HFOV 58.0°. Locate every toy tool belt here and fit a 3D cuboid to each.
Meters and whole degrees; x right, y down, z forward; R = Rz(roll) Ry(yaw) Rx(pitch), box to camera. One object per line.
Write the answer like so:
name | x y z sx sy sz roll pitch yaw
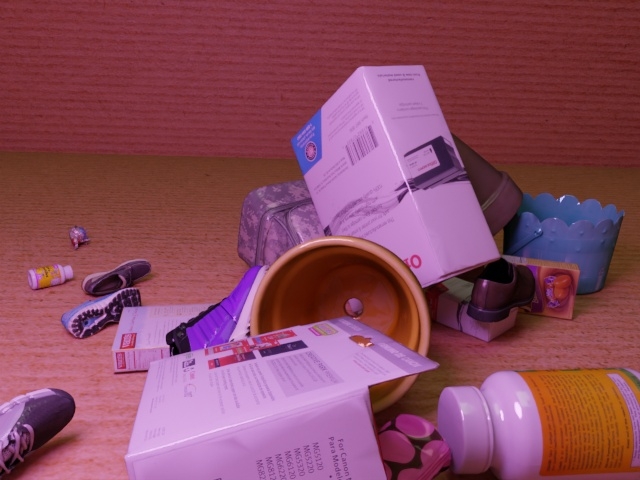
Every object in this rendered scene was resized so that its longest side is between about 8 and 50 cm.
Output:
toy tool belt | -0.623 -0.012 1.500 0.051 0.052 0.083 -16 25 -25

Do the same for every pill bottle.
pill bottle | -0.580 0.076 1.239 0.083 0.044 0.043 -13 23 -40
pill bottle | 0.277 0.229 0.712 0.245 0.137 0.136 0 18 -7

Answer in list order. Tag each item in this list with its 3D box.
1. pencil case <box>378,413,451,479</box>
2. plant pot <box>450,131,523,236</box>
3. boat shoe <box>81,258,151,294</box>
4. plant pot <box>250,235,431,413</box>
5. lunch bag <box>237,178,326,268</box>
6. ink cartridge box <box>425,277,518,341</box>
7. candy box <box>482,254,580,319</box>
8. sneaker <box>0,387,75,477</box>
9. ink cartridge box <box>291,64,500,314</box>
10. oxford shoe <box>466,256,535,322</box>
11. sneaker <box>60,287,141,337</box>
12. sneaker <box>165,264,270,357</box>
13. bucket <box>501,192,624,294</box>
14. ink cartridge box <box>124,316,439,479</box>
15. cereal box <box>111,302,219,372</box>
pencil case | 0.069 0.271 0.636 0.098 0.095 0.209 -29 -4 40
plant pot | 0.262 -0.127 1.376 0.323 0.280 0.323 -38 10 8
boat shoe | -0.426 0.084 1.230 0.152 0.056 0.049 -24 35 -36
plant pot | 0.043 0.118 0.901 0.253 0.254 0.239 5 2 10
lunch bag | 0.000 0.000 1.312 0.305 0.213 0.256 -14 42 -36
ink cartridge box | 0.296 0.133 1.137 0.150 0.063 0.109 20 25 41
candy box | 0.432 0.094 1.203 0.186 0.109 0.053 7 18 17
sneaker | -0.363 0.263 0.641 0.132 0.086 0.228 24 37 39
ink cartridge box | 0.128 -0.088 1.114 0.166 0.395 0.285 -13 -11 -33
oxford shoe | 0.350 0.074 1.072 0.082 0.096 0.227 14 20 33
sneaker | -0.410 0.124 1.081 0.073 0.064 0.162 11 19 34
sneaker | -0.161 0.139 0.888 0.146 0.102 0.293 2 38 13
bucket | 0.569 0.002 1.391 0.280 0.183 0.281 3 17 -1
ink cartridge box | -0.043 0.190 0.613 0.271 0.130 0.309 -13 4 -12
cereal box | -0.229 0.162 1.006 0.239 0.048 0.173 -2 17 -11
